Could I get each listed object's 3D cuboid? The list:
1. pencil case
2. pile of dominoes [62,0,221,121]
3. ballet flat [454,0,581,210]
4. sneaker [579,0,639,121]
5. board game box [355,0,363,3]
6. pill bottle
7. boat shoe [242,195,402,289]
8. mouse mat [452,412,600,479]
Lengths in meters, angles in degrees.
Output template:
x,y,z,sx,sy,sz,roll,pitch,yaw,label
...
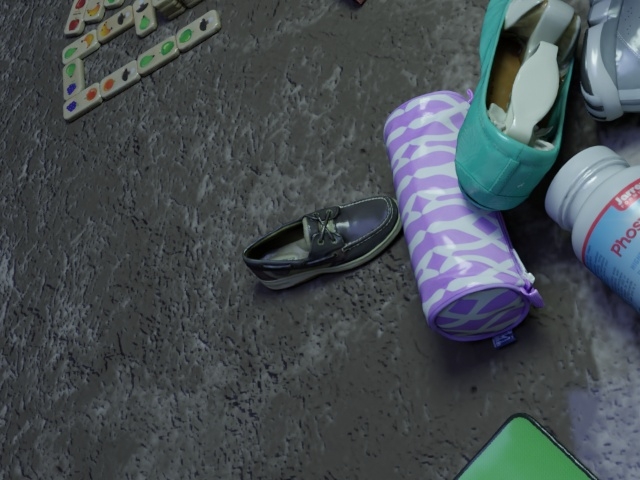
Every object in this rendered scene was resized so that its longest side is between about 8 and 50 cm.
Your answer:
x,y,z,sx,sy,sz,roll,pitch,yaw,label
0.107,-0.022,0.738,0.088,0.086,0.206,-29,55,25,pencil case
-0.226,-0.278,1.114,0.251,0.040,0.196,-26,56,21,pile of dominoes
0.165,-0.134,0.722,0.087,0.083,0.247,127,165,-55,ballet flat
0.278,-0.198,0.722,0.132,0.086,0.229,2,75,25,sneaker
0.080,-0.385,0.967,0.281,0.027,0.145,-51,50,3,board game box
0.232,0.004,0.642,0.087,0.087,0.160,-47,51,6,pill bottle
0.000,0.000,0.823,0.152,0.049,0.056,-27,55,21,boat shoe
0.129,0.234,0.655,0.190,0.007,0.152,-50,51,6,mouse mat
